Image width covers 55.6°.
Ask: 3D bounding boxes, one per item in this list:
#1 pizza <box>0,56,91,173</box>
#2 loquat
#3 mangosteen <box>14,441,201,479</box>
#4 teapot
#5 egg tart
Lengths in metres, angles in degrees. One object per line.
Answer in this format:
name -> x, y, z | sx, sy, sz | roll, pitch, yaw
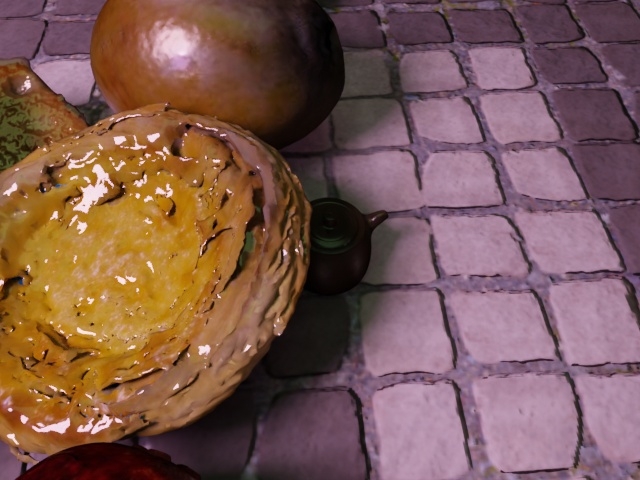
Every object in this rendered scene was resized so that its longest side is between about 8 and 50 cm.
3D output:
pizza -> -0.267, -0.072, 0.566 | 0.204, 0.080, 0.188 | -4, 77, -16
loquat -> -0.090, -0.161, 0.564 | 0.228, 0.179, 0.179 | 9, 54, -1
mangosteen -> -0.120, 0.197, 0.314 | 0.156, 0.145, 0.181 | 23, 38, 9
teapot -> 0.000, 0.000, 0.517 | 0.121, 0.068, 0.076 | -13, 56, -11
egg tart -> -0.142, 0.032, 0.462 | 0.291, 0.107, 0.290 | -5, 64, 9
